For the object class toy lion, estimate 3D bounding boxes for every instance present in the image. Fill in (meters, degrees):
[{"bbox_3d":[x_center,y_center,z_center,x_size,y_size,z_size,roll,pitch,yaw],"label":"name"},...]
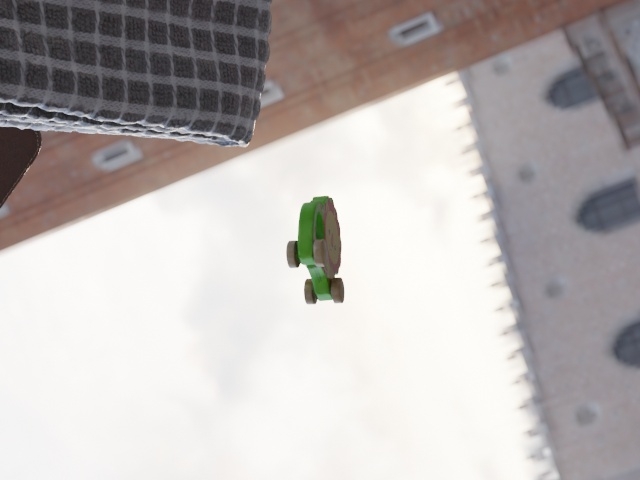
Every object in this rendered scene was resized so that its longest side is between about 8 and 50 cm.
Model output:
[{"bbox_3d":[0.000,0.000,1.417,0.100,0.034,0.096,66,-156,-55],"label":"toy lion"}]

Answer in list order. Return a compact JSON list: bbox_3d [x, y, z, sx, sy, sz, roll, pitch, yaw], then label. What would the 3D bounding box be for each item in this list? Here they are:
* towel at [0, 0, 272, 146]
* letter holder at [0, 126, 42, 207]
[{"bbox_3d":[-0.145,-0.175,0.919,0.284,0.121,0.235,3,-86,-44],"label":"towel"},{"bbox_3d":[-0.375,-0.090,1.315,0.152,0.214,0.302,34,173,18],"label":"letter holder"}]
